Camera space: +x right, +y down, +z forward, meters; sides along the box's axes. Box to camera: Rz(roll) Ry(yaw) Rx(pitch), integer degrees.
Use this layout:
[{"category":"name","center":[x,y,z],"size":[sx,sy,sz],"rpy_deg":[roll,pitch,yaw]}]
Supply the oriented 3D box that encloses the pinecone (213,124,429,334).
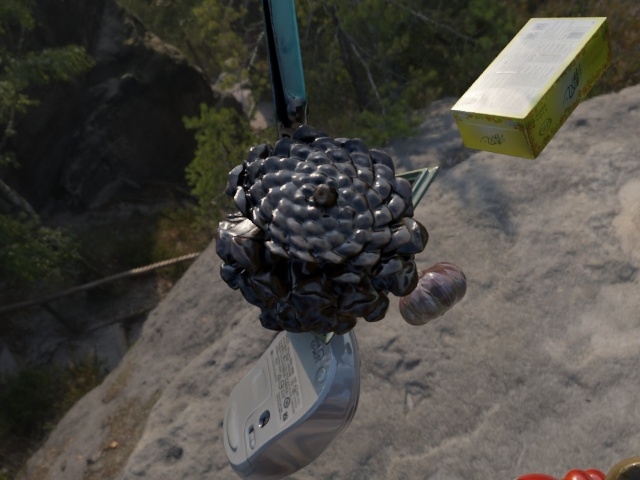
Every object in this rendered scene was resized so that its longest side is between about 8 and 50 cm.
[{"category":"pinecone","center":[-0.002,-0.001,0.388],"size":[0.140,0.121,0.140],"rpy_deg":[9,55,-13]}]

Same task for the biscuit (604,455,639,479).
[{"category":"biscuit","center":[0.338,0.156,0.331],"size":[0.319,0.047,0.184],"rpy_deg":[-16,74,22]}]

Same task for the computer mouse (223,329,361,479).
[{"category":"computer mouse","center":[-0.027,0.231,0.846],"size":[0.297,0.121,0.184],"rpy_deg":[-49,32,22]}]

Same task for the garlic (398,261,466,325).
[{"category":"garlic","center":[0.228,0.104,1.213],"size":[0.159,0.147,0.102],"rpy_deg":[-33,89,-18]}]

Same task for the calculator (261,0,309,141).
[{"category":"calculator","center":[-0.056,-0.274,0.967],"size":[0.058,0.274,0.249],"rpy_deg":[-6,83,-4]}]

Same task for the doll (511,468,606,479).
[{"category":"doll","center":[0.176,0.361,0.670],"size":[0.336,0.199,0.105],"rpy_deg":[-38,55,19]}]

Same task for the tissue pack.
[{"category":"tissue pack","center":[0.241,-0.175,0.665],"size":[0.095,0.062,0.176],"rpy_deg":[21,64,46]}]

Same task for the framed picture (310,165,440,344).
[{"category":"framed picture","center":[0.026,0.006,0.763],"size":[0.232,0.019,0.296],"rpy_deg":[-57,13,-8]}]
